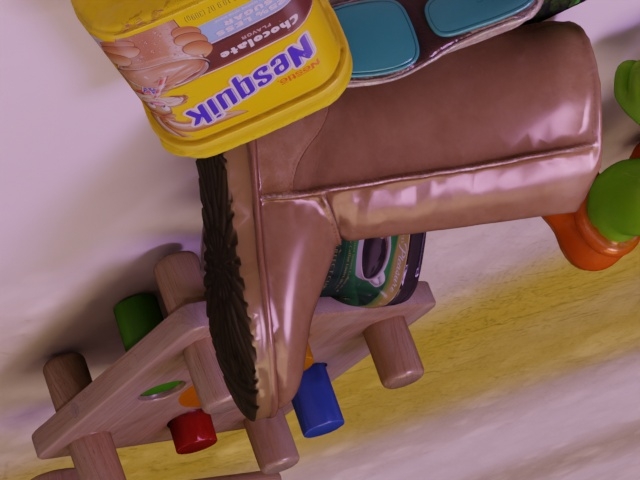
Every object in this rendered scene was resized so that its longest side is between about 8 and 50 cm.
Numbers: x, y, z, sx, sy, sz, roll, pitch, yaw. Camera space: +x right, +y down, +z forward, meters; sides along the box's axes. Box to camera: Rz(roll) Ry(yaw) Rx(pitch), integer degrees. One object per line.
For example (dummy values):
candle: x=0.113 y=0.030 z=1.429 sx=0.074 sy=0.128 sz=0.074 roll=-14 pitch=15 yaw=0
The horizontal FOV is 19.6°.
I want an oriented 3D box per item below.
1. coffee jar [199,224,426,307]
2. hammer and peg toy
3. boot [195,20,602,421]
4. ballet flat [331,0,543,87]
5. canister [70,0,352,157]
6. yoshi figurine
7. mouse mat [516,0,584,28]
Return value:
coffee jar: x=0.000 y=0.000 z=1.350 sx=0.079 sy=0.096 sz=0.184 roll=12 pitch=-177 yaw=40
hammer and peg toy: x=-0.097 y=0.127 z=1.534 sx=0.266 sy=0.127 sz=0.361 roll=-4 pitch=155 yaw=-40
boot: x=0.059 y=-0.012 z=1.235 sx=0.269 sy=0.089 sz=0.236 roll=-11 pitch=112 yaw=-19
ballet flat: x=0.059 y=-0.128 z=1.149 sx=0.168 sy=0.057 sz=0.052 roll=-15 pitch=171 yaw=-5
canister: x=-0.059 y=-0.121 z=1.030 sx=0.126 sy=0.073 sz=0.170 roll=-23 pitch=158 yaw=4
yoshi figurine: x=0.303 y=-0.100 z=1.370 sx=0.203 sy=0.204 sz=0.362 roll=31 pitch=156 yaw=-14
mouse mat: x=0.174 y=-0.197 z=1.161 sx=0.152 sy=0.007 sz=0.189 roll=-25 pitch=160 yaw=9
